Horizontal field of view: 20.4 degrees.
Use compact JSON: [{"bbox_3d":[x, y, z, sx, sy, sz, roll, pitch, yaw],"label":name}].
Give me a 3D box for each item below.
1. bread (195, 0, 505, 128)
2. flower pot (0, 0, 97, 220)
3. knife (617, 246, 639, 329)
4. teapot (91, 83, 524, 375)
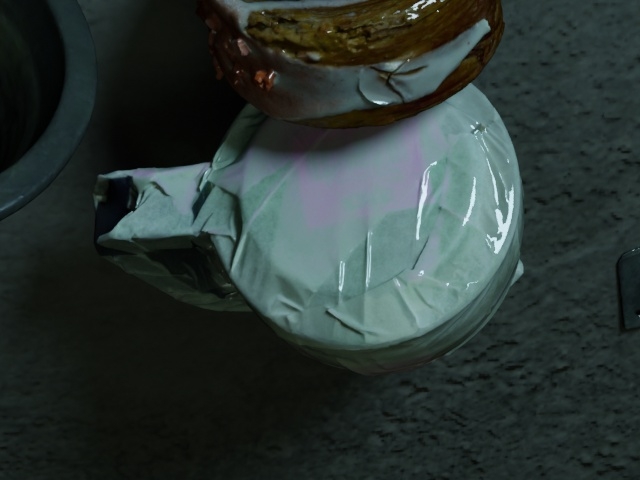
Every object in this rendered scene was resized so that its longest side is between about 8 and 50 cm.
[{"bbox_3d":[0.014,-0.127,0.902,0.160,0.160,0.073,-17,136,-2],"label":"bread"},{"bbox_3d":[-0.240,-0.052,0.876,0.235,0.235,0.148,7,140,-18],"label":"flower pot"},{"bbox_3d":[0.312,0.004,1.149,0.245,0.019,0.072,-13,125,-2],"label":"knife"},{"bbox_3d":[0.008,0.011,0.979,0.221,0.163,0.178,-27,159,1],"label":"teapot"}]
